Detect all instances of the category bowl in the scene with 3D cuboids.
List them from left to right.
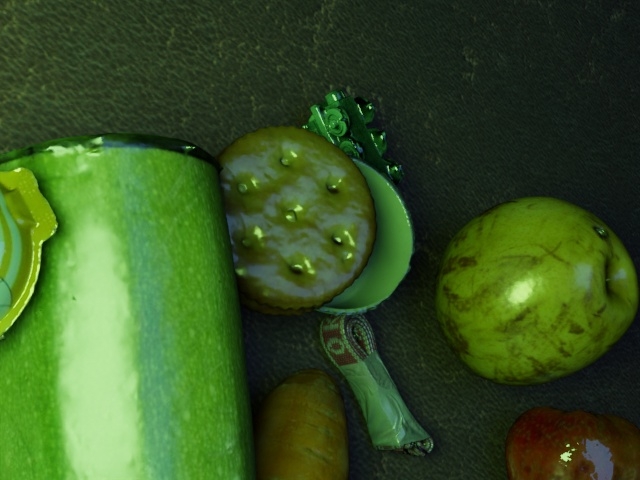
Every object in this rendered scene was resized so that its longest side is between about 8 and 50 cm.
[{"bbox_3d":[0.000,0.000,1.197,0.211,0.112,0.211,6,75,-22],"label":"bowl"}]

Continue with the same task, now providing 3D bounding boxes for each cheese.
[{"bbox_3d":[-0.346,0.032,0.794,0.270,0.069,0.177,-30,79,0],"label":"cheese"}]

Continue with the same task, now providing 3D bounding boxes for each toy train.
[{"bbox_3d":[0.038,-0.114,1.279,0.071,0.111,0.170,-28,94,-42],"label":"toy train"}]

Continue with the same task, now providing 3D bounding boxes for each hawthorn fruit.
[{"bbox_3d":[0.370,0.368,1.392,0.207,0.207,0.243,12,76,-37],"label":"hawthorn fruit"}]

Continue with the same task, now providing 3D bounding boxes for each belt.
[{"bbox_3d":[0.071,0.197,1.267,0.071,0.053,0.232,-43,107,-46],"label":"belt"}]

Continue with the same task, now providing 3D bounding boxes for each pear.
[{"bbox_3d":[0.300,0.070,1.352,0.281,0.281,0.280,11,73,-38],"label":"pear"}]

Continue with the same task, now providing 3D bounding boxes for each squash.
[{"bbox_3d":[-0.200,0.115,0.925,0.263,0.263,0.384,1,79,-40],"label":"squash"}]

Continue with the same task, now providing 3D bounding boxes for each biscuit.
[{"bbox_3d":[-0.042,-0.022,1.088,0.221,0.066,0.220,6,73,-21],"label":"biscuit"}]

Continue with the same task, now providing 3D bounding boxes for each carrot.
[{"bbox_3d":[-0.038,0.250,1.120,0.159,0.159,0.225,40,44,-26],"label":"carrot"}]
